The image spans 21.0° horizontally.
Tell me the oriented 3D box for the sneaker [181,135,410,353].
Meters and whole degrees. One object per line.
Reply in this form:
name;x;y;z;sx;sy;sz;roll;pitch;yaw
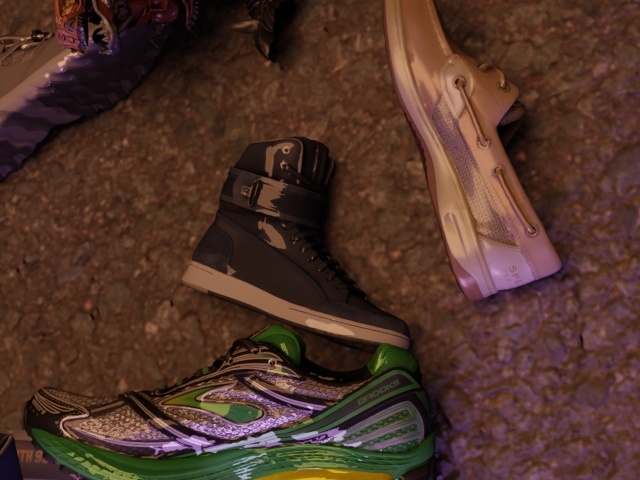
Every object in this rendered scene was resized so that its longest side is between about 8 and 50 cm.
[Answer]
sneaker;-0.001;-0.001;1.501;0.226;0.086;0.163;21;86;27

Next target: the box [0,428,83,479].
box;-0.278;0.263;1.551;0.231;0.056;0.183;-1;73;22

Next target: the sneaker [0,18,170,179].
sneaker;-0.274;-0.166;1.651;0.281;0.105;0.115;-32;65;11

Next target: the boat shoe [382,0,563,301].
boat shoe;0.128;-0.102;1.472;0.098;0.109;0.302;-18;74;11

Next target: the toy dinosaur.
toy dinosaur;-0.126;-0.283;1.571;0.218;0.164;0.322;17;71;10

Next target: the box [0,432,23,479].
box;-0.409;0.312;1.424;0.343;0.312;0.179;5;32;20

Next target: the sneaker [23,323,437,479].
sneaker;-0.075;0.139;1.431;0.343;0.134;0.146;0;93;4
